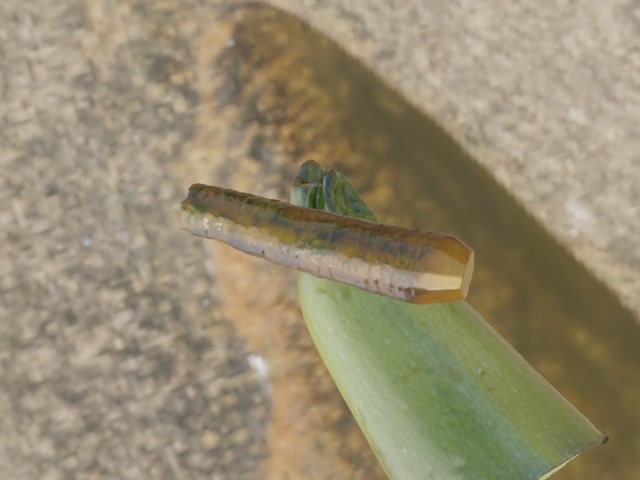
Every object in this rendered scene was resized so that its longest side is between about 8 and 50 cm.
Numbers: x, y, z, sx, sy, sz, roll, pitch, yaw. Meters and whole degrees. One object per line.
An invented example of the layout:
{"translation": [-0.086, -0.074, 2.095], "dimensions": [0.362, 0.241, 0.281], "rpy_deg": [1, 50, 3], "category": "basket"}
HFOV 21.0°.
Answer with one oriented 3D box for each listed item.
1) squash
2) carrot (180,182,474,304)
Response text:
{"translation": [0.052, 0.076, 1.168], "dimensions": [0.287, 0.137, 0.137], "rpy_deg": [49, 140, 23], "category": "squash"}
{"translation": [0.000, 0.000, 0.940], "dimensions": [0.171, 0.042, 0.042], "rpy_deg": [15, 123, 17], "category": "carrot"}
